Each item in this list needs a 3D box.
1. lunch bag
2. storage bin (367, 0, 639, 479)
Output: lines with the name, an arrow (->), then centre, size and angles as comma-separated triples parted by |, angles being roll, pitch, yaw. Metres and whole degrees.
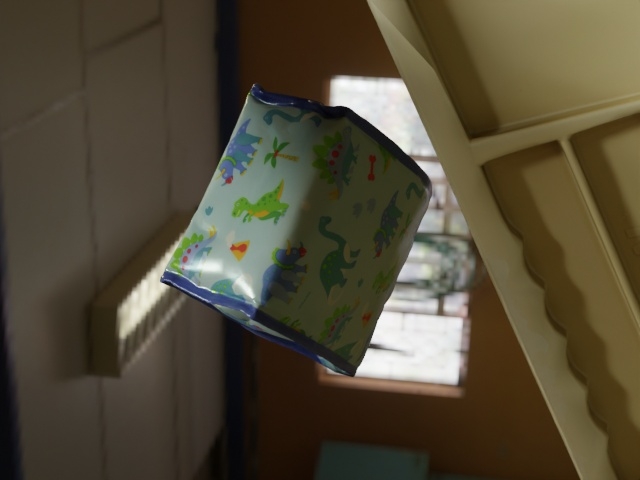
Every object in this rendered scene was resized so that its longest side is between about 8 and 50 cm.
lunch bag -> 0.000, 0.000, 0.796 | 0.151, 0.096, 0.129 | 31, -98, -49
storage bin -> 0.119, -0.031, 0.497 | 0.262, 0.123, 0.260 | -70, -44, -73
